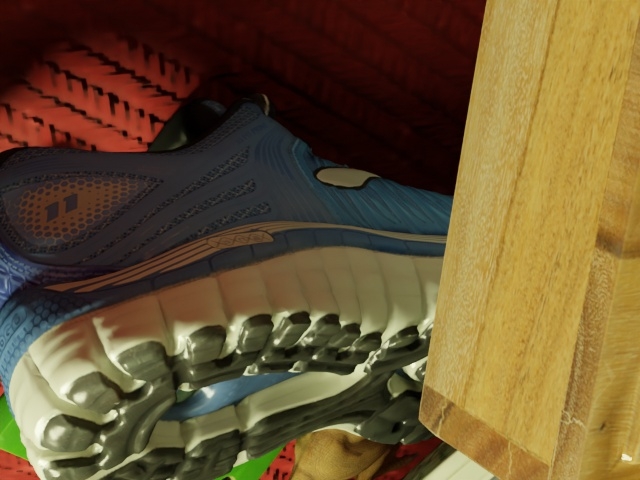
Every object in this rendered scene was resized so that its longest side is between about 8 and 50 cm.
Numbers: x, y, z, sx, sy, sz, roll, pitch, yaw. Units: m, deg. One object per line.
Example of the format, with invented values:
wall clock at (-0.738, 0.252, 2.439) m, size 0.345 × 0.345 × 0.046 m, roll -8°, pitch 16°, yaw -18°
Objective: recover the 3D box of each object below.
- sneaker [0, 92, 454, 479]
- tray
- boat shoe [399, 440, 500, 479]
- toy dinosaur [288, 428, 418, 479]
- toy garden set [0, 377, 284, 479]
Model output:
sneaker at (0.000, 0.000, 0.561) m, size 0.330 × 0.147 × 0.130 m, roll 0°, pitch 137°, yaw -50°
tray at (0.231, -0.038, 0.455) m, size 0.411 × 0.076 × 0.202 m, roll -2°, pitch 108°, yaw -34°
boat shoe at (0.077, 0.189, 0.671) m, size 0.187 × 0.156 × 0.500 m, roll -40°, pitch 172°, yaw -45°
toy dinosaur at (0.002, 0.118, 0.741) m, size 0.211 × 0.064 × 0.112 m, roll -54°, pitch 162°, yaw -4°
toy garden set at (-0.129, 0.097, 0.661) m, size 0.204 × 0.049 × 0.244 m, roll -52°, pitch 141°, yaw 0°
